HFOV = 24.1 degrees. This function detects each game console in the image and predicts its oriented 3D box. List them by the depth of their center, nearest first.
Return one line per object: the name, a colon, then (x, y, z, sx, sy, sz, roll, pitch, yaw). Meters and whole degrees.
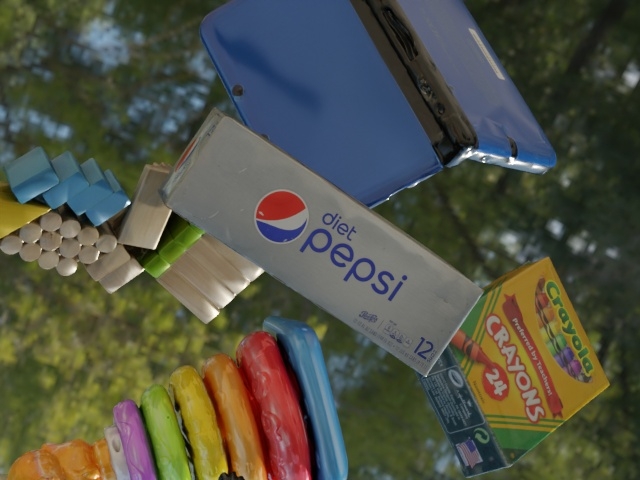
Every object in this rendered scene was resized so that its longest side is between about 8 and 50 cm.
game console: (0.059, -0.152, 1.540, 0.250, 0.173, 0.293, 8, -132, -48)

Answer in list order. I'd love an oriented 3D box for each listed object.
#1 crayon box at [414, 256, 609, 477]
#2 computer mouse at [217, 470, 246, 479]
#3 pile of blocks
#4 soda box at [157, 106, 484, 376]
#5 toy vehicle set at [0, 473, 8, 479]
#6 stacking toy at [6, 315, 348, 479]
crayon box: (0.263, 0.153, 1.989, 0.318, 0.081, 0.202, -28, -88, -47)
computer mouse: (-0.019, 0.295, 1.136, 0.072, 0.188, 0.272, 0, -174, -44)
pile of blocks: (-0.217, -0.036, 1.441, 0.362, 0.149, 0.112, 15, -156, -32)
soda box: (0.000, 0.000, 1.340, 0.286, 0.098, 0.091, 33, -177, -14)
toy vehicle set: (-0.233, 0.329, 1.481, 0.267, 0.166, 0.035, 10, -173, -5)
stacking toy: (-0.136, 0.186, 1.372, 0.302, 0.166, 0.175, -14, -175, -13)
